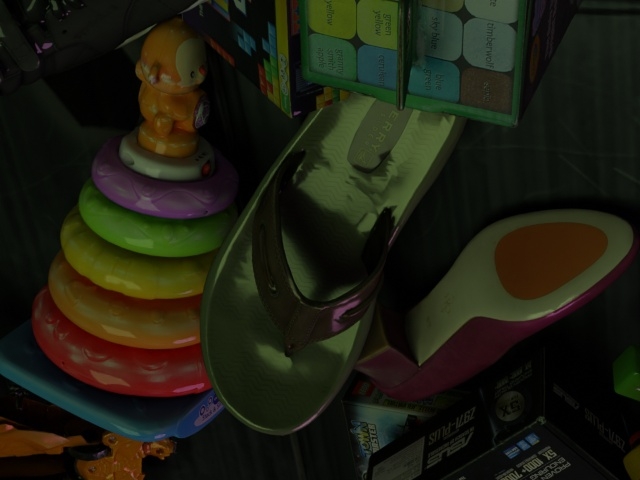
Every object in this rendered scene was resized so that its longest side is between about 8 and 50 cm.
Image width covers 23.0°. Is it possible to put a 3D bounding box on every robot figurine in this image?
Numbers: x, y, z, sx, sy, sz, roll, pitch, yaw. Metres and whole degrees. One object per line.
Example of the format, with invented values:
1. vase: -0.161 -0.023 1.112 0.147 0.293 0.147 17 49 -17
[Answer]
1. robot figurine: -0.269 0.172 1.329 0.291 0.085 0.211 -3 133 -13

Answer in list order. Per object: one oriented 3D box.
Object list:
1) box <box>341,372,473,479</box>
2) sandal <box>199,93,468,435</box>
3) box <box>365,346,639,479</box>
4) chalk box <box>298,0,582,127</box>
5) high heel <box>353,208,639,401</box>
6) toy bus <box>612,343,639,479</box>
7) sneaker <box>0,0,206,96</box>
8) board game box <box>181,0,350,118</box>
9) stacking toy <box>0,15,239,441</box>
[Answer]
1. box: 0.089 0.202 1.265 0.114 0.036 0.207 7 130 24
2. sandal: -0.001 -0.002 1.042 0.120 0.086 0.303 24 111 -1
3. box: 0.144 0.186 1.153 0.180 0.077 0.147 -36 115 30
4. chalk box: 0.066 -0.155 0.854 0.132 0.213 0.132 15 132 17
5. high heel: 0.133 0.053 1.112 0.244 0.082 0.117 -31 146 26
6. toy bus: 0.283 0.136 0.995 0.191 0.202 0.104 29 134 -4
7. sneaker: -0.156 -0.158 0.959 0.104 0.147 0.296 61 151 -2
8. board game box: -0.039 -0.182 0.957 0.141 0.048 0.170 43 146 41
9. stacking toy: -0.118 -0.022 1.134 0.165 0.175 0.302 23 120 17
